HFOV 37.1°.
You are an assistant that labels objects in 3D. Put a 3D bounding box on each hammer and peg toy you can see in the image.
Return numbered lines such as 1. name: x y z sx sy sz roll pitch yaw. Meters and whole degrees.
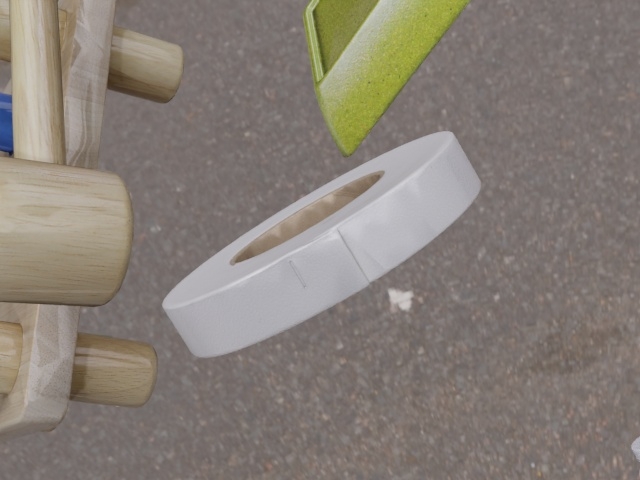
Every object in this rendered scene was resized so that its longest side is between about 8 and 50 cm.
1. hammer and peg toy: -0.158 -0.022 0.549 0.361 0.127 0.265 -27 56 56

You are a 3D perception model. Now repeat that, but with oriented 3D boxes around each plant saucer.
1. plant saucer: 0.043 -0.189 0.738 0.188 0.045 0.188 -52 28 30

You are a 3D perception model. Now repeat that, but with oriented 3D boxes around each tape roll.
1. tape roll: 0.000 0.000 1.095 0.392 0.072 0.392 -30 9 5

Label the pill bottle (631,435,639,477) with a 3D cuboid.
1. pill bottle: 0.382 0.260 1.016 0.065 0.065 0.116 -31 90 -6
